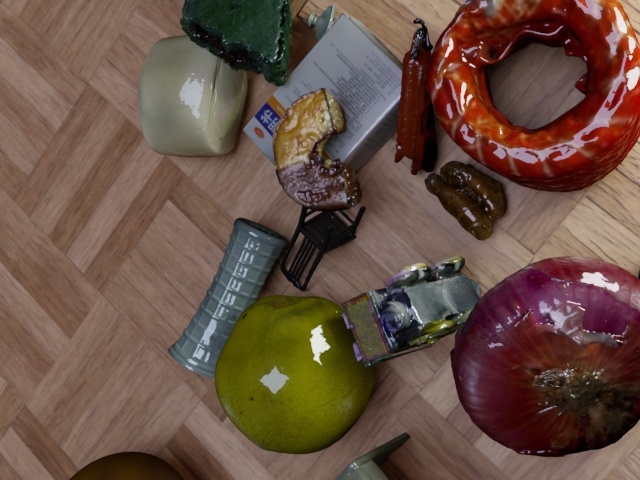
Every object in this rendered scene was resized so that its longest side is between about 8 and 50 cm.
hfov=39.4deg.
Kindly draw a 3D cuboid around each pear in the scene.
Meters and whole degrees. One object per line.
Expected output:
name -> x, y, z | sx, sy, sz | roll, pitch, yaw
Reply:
pear -> -0.046, 0.246, 1.613 | 0.294, 0.294, 0.294 | -1, 88, 24

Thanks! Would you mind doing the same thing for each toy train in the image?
toy train -> 0.167, 0.117, 1.536 | 0.177, 0.261, 0.134 | -29, 77, 39

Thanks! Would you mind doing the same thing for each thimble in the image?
thimble -> 0.363, -0.256, 1.463 | 0.350, 0.230, 0.350 | -1, 88, 23

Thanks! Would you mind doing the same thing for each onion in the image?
onion -> 0.376, 0.170, 1.446 | 0.348, 0.285, 0.347 | -3, 117, -7

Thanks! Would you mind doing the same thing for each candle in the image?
candle -> 0.171, -0.243, 1.553 | 0.059, 0.084, 0.301 | 38, 142, 41

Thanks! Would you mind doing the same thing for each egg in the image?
egg -> -0.398, 0.577, 1.752 | 0.282, 0.282, 0.351 | 38, 113, 21

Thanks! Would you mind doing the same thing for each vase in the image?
vase -> -0.173, 0.110, 1.751 | 0.143, 0.143, 0.298 | 28, 97, 22

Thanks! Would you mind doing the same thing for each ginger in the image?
ginger -> 0.262, -0.084, 1.586 | 0.162, 0.073, 0.103 | 46, 105, 20

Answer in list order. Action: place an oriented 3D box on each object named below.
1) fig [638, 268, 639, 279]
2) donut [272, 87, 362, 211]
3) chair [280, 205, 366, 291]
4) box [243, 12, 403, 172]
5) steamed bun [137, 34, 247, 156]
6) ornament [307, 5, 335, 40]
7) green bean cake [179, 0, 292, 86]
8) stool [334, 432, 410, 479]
fig -> 0.567, 0.060, 1.380 | 0.134, 0.201, 0.146 | 10, 99, 15
donut -> -0.004, -0.151, 1.590 | 0.141, 0.085, 0.217 | -11, 85, 23
chair -> 0.000, 0.000, 1.711 | 0.084, 0.101, 0.212 | 45, 143, 20
box -> 0.028, -0.242, 1.680 | 0.299, 0.106, 0.200 | -47, 71, 18
steamed bun -> -0.256, -0.292, 1.783 | 0.200, 0.155, 0.250 | 5, 92, 25
ornament -> 0.017, -0.416, 1.725 | 0.068, 0.041, 0.092 | -46, 72, 19
green bean cake -> -0.156, -0.384, 1.666 | 0.208, 0.107, 0.193 | 1, 69, 7
stool -> 0.132, 0.494, 1.523 | 0.243, 0.270, 0.170 | 47, 108, 19
